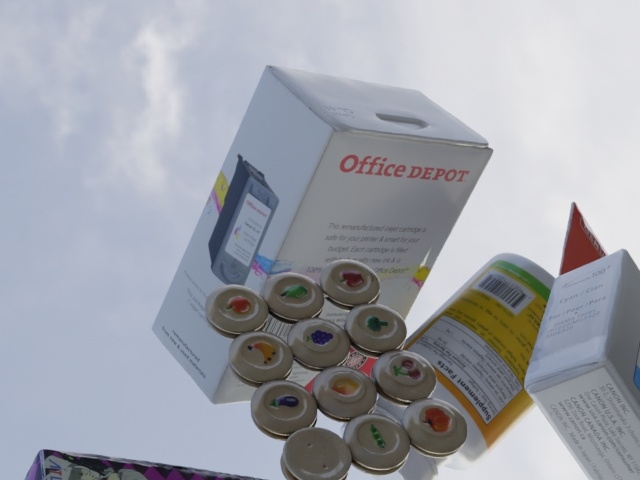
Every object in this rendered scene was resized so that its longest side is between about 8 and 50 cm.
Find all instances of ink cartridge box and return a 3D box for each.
[{"bbox_3d":[0.265,0.133,0.997,0.296,0.066,0.261,54,-150,-17],"label":"ink cartridge box"},{"bbox_3d":[0.000,0.000,1.349,0.226,0.131,0.306,3,-60,-44],"label":"ink cartridge box"}]

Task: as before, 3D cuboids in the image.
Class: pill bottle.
[{"bbox_3d":[0.141,0.138,1.359,0.245,0.136,0.136,-42,-61,-17],"label":"pill bottle"}]

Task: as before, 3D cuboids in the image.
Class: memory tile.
[{"bbox_3d":[0.007,0.071,0.767,0.113,0.148,0.012,-11,-41,-24],"label":"memory tile"}]

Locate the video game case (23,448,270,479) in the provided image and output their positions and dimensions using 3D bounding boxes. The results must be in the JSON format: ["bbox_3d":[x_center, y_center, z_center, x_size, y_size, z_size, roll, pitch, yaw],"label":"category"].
[{"bbox_3d":[-0.106,0.222,0.816,0.210,0.042,0.232,14,-54,-28],"label":"video game case"}]
